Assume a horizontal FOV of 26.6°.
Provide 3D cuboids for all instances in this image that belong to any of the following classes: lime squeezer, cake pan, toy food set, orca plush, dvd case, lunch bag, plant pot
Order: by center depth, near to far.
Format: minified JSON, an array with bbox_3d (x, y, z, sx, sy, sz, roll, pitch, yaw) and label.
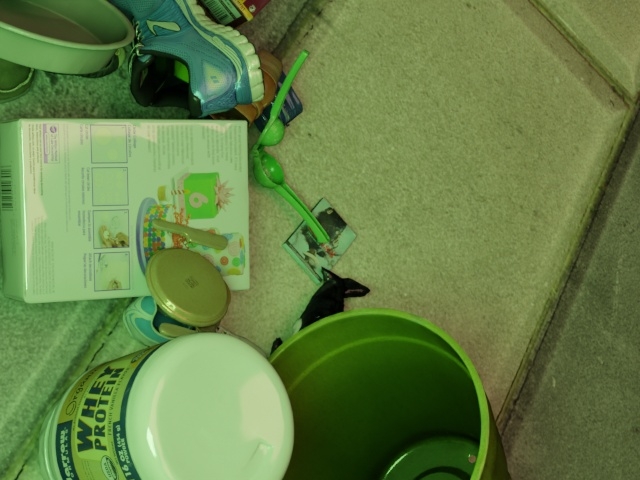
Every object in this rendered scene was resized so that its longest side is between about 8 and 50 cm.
[{"bbox_3d":[-0.174,0.066,1.779,0.132,0.038,0.192,17,46,-29],"label":"toy food set"},{"bbox_3d":[-0.397,-0.306,1.825,0.293,0.054,0.293,20,23,-9],"label":"cake pan"},{"bbox_3d":[0.114,0.330,1.888,0.353,0.367,0.366,46,47,-53],"label":"plant pot"},{"bbox_3d":[0.022,0.166,2.032,0.151,0.102,0.287,57,43,-26],"label":"orca plush"},{"bbox_3d":[-0.057,-0.139,2.069,0.059,0.110,0.310,-34,126,-48],"label":"lime squeezer"},{"bbox_3d":[-0.080,-0.214,2.122,0.065,0.067,0.098,-36,99,-38],"label":"lunch bag"},{"bbox_3d":[0.000,0.000,2.145,0.087,0.013,0.119,50,53,-13],"label":"dvd case"}]

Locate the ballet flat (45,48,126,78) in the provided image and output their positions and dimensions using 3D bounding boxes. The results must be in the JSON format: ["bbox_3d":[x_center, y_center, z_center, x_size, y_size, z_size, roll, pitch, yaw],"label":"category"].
[{"bbox_3d":[-0.337,-0.265,1.946,0.173,0.049,0.057,-15,80,-55],"label":"ballet flat"}]

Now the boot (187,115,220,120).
[{"bbox_3d":[-0.262,-0.106,1.936,0.229,0.091,0.263,23,65,-30],"label":"boot"}]

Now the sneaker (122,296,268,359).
[{"bbox_3d":[-0.168,0.142,1.928,0.237,0.086,0.085,27,59,-29],"label":"sneaker"}]

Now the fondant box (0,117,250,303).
[{"bbox_3d":[-0.261,-0.045,1.833,0.330,0.096,0.238,-2,93,-30],"label":"fondant box"}]

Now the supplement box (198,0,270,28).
[{"bbox_3d":[-0.104,-0.410,2.031,0.104,0.081,0.188,50,58,-17],"label":"supplement box"}]

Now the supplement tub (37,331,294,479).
[{"bbox_3d":[-0.205,0.251,1.713,0.228,0.316,0.228,12,70,-34],"label":"supplement tub"}]

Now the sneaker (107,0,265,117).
[{"bbox_3d":[-0.225,-0.274,1.912,0.147,0.330,0.129,-29,136,-26],"label":"sneaker"}]

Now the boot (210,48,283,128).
[{"bbox_3d":[-0.161,-0.250,2.020,0.197,0.073,0.152,21,46,4],"label":"boot"}]

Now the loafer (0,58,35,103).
[{"bbox_3d":[-0.493,-0.245,1.811,0.251,0.087,0.094,5,72,-35],"label":"loafer"}]
